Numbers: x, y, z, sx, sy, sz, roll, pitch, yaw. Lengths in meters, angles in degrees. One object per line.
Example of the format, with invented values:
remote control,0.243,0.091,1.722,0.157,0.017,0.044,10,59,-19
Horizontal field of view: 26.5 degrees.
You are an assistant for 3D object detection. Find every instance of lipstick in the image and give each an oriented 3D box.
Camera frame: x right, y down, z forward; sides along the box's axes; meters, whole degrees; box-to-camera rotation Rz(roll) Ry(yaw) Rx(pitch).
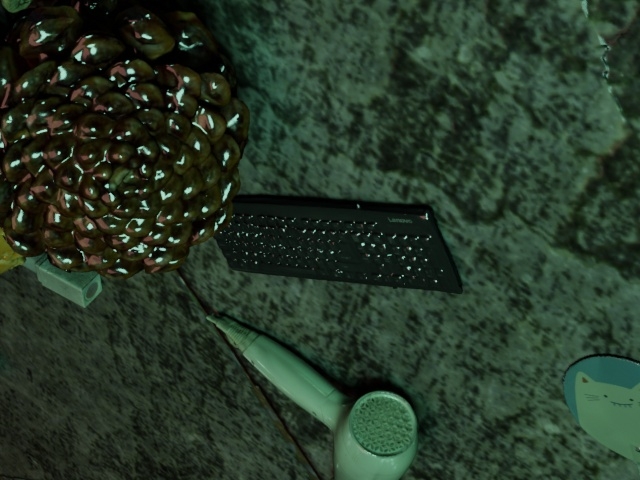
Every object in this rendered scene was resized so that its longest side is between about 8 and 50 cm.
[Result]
lipstick,-0.282,0.024,1.380,0.129,0.030,0.030,26,143,21

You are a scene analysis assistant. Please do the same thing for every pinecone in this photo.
pinecone,-0.163,-0.082,1.003,0.221,0.221,0.221,26,143,21

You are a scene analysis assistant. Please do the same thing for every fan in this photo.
fan,0.242,0.153,1.036,0.113,0.005,0.175,10,133,37

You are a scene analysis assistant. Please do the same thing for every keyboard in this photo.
keyboard,0.000,0.000,1.093,0.251,0.017,0.087,5,134,42

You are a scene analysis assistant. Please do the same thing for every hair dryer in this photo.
hair dryer,-0.019,0.153,1.257,0.237,0.075,0.206,41,153,14

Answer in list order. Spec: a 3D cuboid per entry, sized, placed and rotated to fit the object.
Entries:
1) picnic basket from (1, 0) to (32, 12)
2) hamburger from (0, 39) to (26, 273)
picnic basket,-0.220,-0.271,0.885,0.196,0.154,0.134,43,146,-4
hamburger,-0.373,-0.098,1.216,0.314,0.170,0.290,35,152,7
